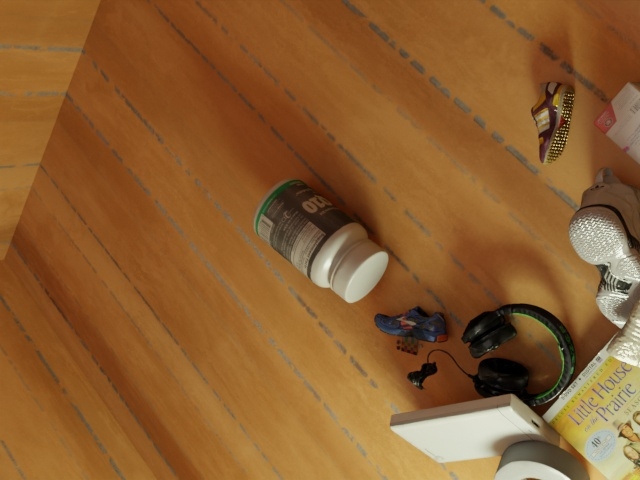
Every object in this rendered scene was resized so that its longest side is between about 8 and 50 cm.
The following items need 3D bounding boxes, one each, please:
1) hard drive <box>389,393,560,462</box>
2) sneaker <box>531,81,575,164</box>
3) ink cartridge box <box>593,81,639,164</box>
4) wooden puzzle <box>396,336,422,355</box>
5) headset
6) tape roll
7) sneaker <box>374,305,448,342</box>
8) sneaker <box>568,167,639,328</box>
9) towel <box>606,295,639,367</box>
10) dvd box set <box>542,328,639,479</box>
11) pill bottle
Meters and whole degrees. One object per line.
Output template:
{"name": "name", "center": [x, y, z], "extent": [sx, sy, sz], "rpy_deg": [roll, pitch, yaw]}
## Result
{"name": "hard drive", "center": [0.383, 0.479, 1.920], "extent": [0.353, 0.233, 0.047], "rpy_deg": [-21, 41, 39]}
{"name": "sneaker", "center": [0.520, -0.268, 1.749], "extent": [0.083, 0.069, 0.186], "rpy_deg": [23, 107, 42]}
{"name": "ink cartridge box", "center": [0.694, -0.228, 1.612], "extent": [0.198, 0.067, 0.115], "rpy_deg": [50, 125, 21]}
{"name": "wooden puzzle", "center": [0.245, 0.287, 2.108], "extent": [0.083, 0.006, 0.049], "rpy_deg": [13, 107, 36]}
{"name": "headset", "center": [0.412, 0.294, 1.863], "extent": [0.394, 0.185, 0.244], "rpy_deg": [-16, 89, 38]}
{"name": "tape roll", "center": [0.535, 0.590, 1.850], "extent": [0.219, 0.072, 0.219], "rpy_deg": [15, 126, 21]}
{"name": "sneaker", "center": [0.246, 0.218, 2.059], "extent": [0.221, 0.083, 0.087], "rpy_deg": [6, 88, 33]}
{"name": "sneaker", "center": [0.658, 0.019, 1.653], "extent": [0.137, 0.210, 0.366], "rpy_deg": [-11, 126, 40]}
{"name": "towel", "center": [0.765, 0.208, 1.581], "extent": [0.282, 0.049, 0.187], "rpy_deg": [20, 121, 3]}
{"name": "dvd box set", "center": [0.749, 0.439, 1.705], "extent": [0.420, 0.062, 0.308], "rpy_deg": [44, 122, 23]}
{"name": "pill bottle", "center": [0.000, 0.000, 2.118], "extent": [0.361, 0.204, 0.204], "rpy_deg": [38, 120, 26]}
